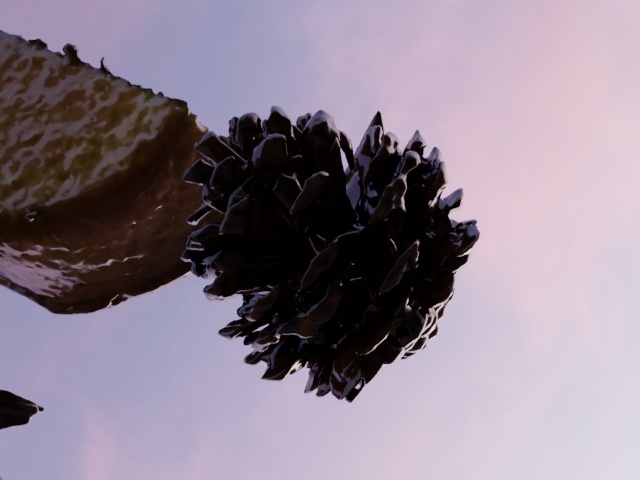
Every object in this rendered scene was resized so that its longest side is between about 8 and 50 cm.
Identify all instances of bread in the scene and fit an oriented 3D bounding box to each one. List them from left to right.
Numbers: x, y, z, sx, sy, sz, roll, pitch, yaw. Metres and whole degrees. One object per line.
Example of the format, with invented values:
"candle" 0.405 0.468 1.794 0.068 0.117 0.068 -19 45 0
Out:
"bread" -0.240 -0.050 0.798 0.179 0.340 0.194 -56 -24 -21

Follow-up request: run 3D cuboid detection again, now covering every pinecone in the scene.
"pinecone" 0.000 0.000 0.510 0.174 0.174 0.173 -9 -73 -33

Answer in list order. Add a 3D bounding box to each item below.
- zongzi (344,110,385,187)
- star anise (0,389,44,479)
"zongzi" 0.060 -0.057 0.790 0.040 0.076 0.083 -17 -38 -54
"star anise" -0.338 0.123 0.659 0.272 0.272 0.102 -13 -62 -32
